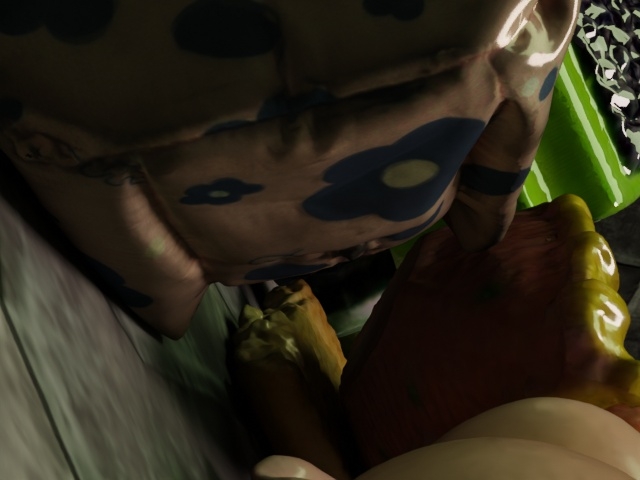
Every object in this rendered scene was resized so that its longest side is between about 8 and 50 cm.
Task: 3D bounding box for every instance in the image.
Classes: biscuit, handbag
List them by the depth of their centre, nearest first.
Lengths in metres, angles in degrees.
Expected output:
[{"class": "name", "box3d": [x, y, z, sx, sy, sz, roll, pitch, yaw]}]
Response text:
[{"class": "handbag", "box3d": [-0.027, -0.099, 0.599, 0.193, 0.190, 0.251, 71, 2, -65]}, {"class": "biscuit", "box3d": [0.004, 0.091, 0.835, 0.144, 0.033, 0.224, 63, 5, -8]}]

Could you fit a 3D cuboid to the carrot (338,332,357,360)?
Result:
[{"class": "carrot", "box3d": [0.000, 0.000, 1.225, 0.074, 0.074, 0.358, 66, 6, 33]}]

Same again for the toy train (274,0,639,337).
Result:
[{"class": "toy train", "box3d": [0.082, -0.062, 1.026, 0.307, 0.249, 0.173, -30, 98, -59]}]

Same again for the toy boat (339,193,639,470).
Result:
[{"class": "toy boat", "box3d": [0.063, 0.050, 0.731, 0.099, 0.141, 0.318, 25, -10, 3]}]

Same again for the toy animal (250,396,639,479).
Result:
[{"class": "toy animal", "box3d": [0.056, 0.124, 0.491, 0.248, 0.149, 0.165, 87, -7, -80]}]

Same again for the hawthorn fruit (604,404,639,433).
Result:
[{"class": "hawthorn fruit", "box3d": [0.186, 0.210, 1.028, 0.284, 0.284, 0.284, 63, 3, -6]}]
